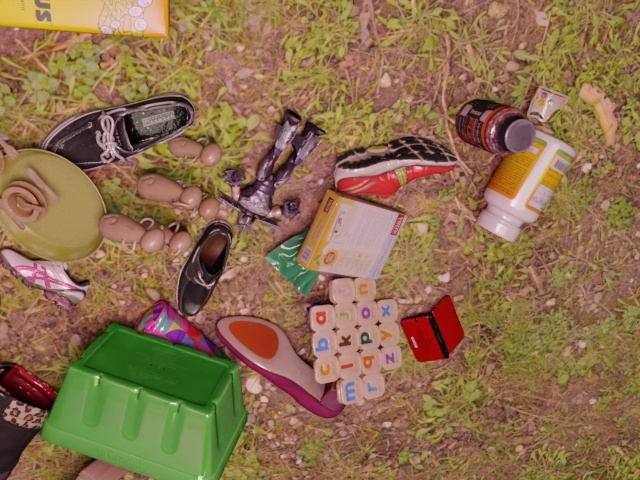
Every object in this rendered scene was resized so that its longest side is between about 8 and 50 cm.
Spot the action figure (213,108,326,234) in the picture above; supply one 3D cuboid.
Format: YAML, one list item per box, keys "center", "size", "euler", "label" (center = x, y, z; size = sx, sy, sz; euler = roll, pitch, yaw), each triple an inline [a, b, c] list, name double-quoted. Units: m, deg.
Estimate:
- center: [-0.106, -0.131, 1.259]
  size: [0.185, 0.099, 0.285]
  euler: [24, 106, -30]
  label: "action figure"

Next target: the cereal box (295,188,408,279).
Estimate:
- center: [0.074, -0.007, 1.326]
  size: [0.240, 0.047, 0.172]
  euler: [12, 107, -46]
  label: "cereal box"

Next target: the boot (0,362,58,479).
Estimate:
- center: [-0.763, 0.368, 1.245]
  size: [0.284, 0.138, 0.377]
  euler: [-46, 118, 6]
  label: "boot"

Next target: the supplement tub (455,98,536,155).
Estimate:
- center: [0.375, -0.241, 1.287]
  size: [0.106, 0.198, 0.106]
  euler: [-5, 110, -13]
  label: "supplement tub"

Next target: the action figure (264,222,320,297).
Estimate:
- center: [0.000, 0.000, 1.352]
  size: [0.232, 0.063, 0.137]
  euler: [-45, 113, -3]
  label: "action figure"

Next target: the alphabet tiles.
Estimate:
- center: [0.085, 0.228, 1.396]
  size: [0.278, 0.021, 0.283]
  euler: [-1, 85, -41]
  label: "alphabet tiles"

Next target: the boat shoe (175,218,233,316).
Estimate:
- center: [-0.254, 0.068, 1.303]
  size: [0.084, 0.079, 0.233]
  euler: [20, 105, -22]
  label: "boat shoe"

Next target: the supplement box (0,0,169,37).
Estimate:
- center: [-0.434, -0.450, 0.998]
  size: [0.357, 0.195, 0.194]
  euler: [-1, 110, -15]
  label: "supplement box"

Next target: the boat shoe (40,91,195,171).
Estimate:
- center: [-0.387, -0.199, 1.152]
  size: [0.307, 0.105, 0.113]
  euler: [-16, 113, -8]
  label: "boat shoe"

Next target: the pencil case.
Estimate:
- center: [-0.300, 0.239, 1.341]
  size: [0.104, 0.104, 0.236]
  euler: [-42, 113, 3]
  label: "pencil case"

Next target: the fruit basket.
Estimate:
- center: [-0.353, 0.390, 1.270]
  size: [0.393, 0.283, 0.391]
  euler: [5, 115, 11]
  label: "fruit basket"

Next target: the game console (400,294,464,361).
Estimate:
- center: [0.287, 0.227, 1.539]
  size: [0.124, 0.085, 0.144]
  euler: [-14, 116, 25]
  label: "game console"

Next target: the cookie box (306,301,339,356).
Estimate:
- center: [0.009, 0.214, 1.418]
  size: [0.040, 0.092, 0.107]
  euler: [-23, 114, -3]
  label: "cookie box"

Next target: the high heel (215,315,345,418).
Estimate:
- center: [-0.101, 0.316, 1.432]
  size: [0.377, 0.127, 0.181]
  euler: [32, 136, -7]
  label: "high heel"

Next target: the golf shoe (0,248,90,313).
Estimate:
- center: [-0.566, 0.067, 1.234]
  size: [0.186, 0.067, 0.086]
  euler: [41, 71, -25]
  label: "golf shoe"

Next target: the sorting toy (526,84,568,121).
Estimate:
- center: [0.511, -0.313, 1.384]
  size: [0.083, 0.045, 0.075]
  euler: [14, 113, -19]
  label: "sorting toy"

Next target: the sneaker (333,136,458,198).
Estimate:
- center: [0.164, -0.152, 1.336]
  size: [0.279, 0.107, 0.118]
  euler: [-8, 130, -8]
  label: "sneaker"

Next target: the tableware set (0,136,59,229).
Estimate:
- center: [-0.593, -0.108, 1.114]
  size: [0.128, 0.039, 0.194]
  euler: [-32, 108, 25]
  label: "tableware set"

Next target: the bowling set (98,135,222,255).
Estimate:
- center: [-0.269, -0.053, 1.194]
  size: [0.287, 0.154, 0.199]
  euler: [-58, 147, -23]
  label: "bowling set"

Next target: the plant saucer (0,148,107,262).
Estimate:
- center: [-0.518, -0.069, 1.164]
  size: [0.241, 0.037, 0.240]
  euler: [5, 119, 9]
  label: "plant saucer"

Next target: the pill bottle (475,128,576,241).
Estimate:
- center: [0.464, -0.125, 1.387]
  size: [0.136, 0.136, 0.245]
  euler: [23, 102, -21]
  label: "pill bottle"

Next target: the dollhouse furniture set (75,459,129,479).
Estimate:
- center: [-0.408, 0.697, 1.356]
  size: [0.394, 0.362, 0.256]
  euler: [37, 100, 7]
  label: "dollhouse furniture set"
